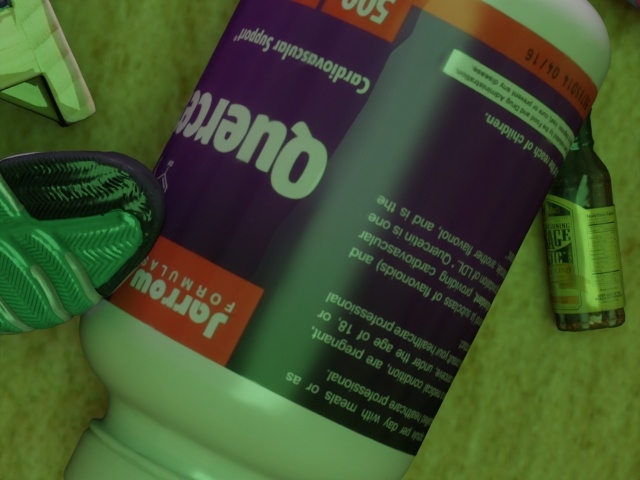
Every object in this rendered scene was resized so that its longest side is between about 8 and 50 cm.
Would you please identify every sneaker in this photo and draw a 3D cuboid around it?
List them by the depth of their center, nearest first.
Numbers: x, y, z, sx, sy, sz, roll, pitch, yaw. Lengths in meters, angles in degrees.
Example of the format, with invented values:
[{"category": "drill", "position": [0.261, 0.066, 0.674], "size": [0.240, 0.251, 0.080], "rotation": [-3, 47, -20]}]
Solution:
[{"category": "sneaker", "position": [-0.167, 0.007, 0.852], "size": [0.224, 0.098, 0.083], "rotation": [-25, 103, 18]}]

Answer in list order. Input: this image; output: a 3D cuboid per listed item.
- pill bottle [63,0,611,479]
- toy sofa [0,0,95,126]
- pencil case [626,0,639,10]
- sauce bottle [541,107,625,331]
[{"category": "pill bottle", "position": [0.000, 0.000, 0.872], "size": [0.181, 0.181, 0.323], "rotation": [27, 87, -8]}, {"category": "toy sofa", "position": [-0.301, -0.076, 0.841], "size": [0.363, 0.150, 0.177], "rotation": [-22, 96, -7]}, {"category": "pencil case", "position": [0.198, -0.155, 0.940], "size": [0.236, 0.104, 0.104], "rotation": [39, 86, -7]}, {"category": "sauce bottle", "position": [0.142, -0.015, 0.965], "size": [0.042, 0.042, 0.128], "rotation": [-7, 90, -8]}]
